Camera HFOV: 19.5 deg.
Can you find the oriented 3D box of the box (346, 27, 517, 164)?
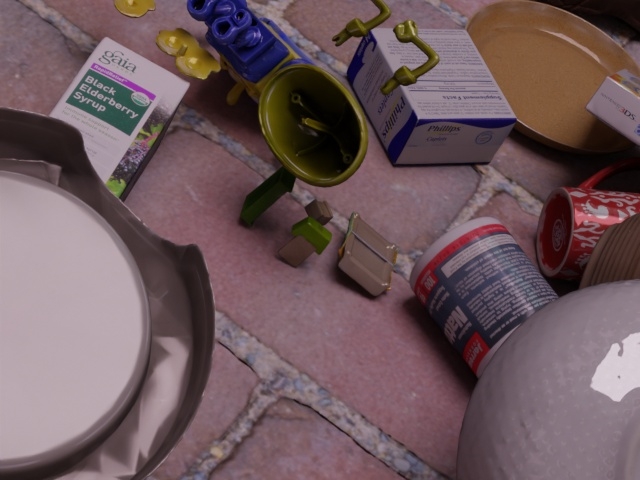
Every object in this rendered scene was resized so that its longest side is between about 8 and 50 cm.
[{"bbox_3d":[0.114,-0.150,1.931,0.126,0.072,0.137,-3,50,-30],"label":"box"}]

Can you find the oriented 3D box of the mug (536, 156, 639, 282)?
[{"bbox_3d":[0.308,-0.008,1.882,0.169,0.113,0.150,6,31,-17],"label":"mug"}]

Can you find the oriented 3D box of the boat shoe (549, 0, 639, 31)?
[{"bbox_3d":[0.369,-0.307,2.199,0.257,0.095,0.095,14,32,-27],"label":"boat shoe"}]

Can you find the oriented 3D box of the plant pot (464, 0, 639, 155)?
[{"bbox_3d":[0.261,-0.176,2.064,0.236,0.032,0.236,15,45,-15],"label":"plant pot"}]

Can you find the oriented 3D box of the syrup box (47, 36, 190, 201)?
[{"bbox_3d":[-0.210,-0.071,1.666,0.093,0.096,0.237,29,43,-3],"label":"syrup box"}]

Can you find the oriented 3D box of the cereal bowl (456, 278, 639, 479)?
[{"bbox_3d":[0.289,0.195,1.519,0.339,0.141,0.338,2,84,-15],"label":"cereal bowl"}]

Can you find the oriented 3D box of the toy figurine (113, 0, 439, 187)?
[{"bbox_3d":[-0.023,-0.185,1.807,0.362,0.191,0.217,45,0,25],"label":"toy figurine"}]

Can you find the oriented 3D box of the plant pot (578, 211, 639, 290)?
[{"bbox_3d":[0.309,0.056,1.743,0.110,0.237,0.237,18,38,23],"label":"plant pot"}]

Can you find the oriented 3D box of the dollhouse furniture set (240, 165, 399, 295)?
[{"bbox_3d":[0.000,0.000,1.763,0.152,0.058,0.076,39,32,-17],"label":"dollhouse furniture set"}]

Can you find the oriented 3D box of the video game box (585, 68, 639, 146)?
[{"bbox_3d":[0.372,-0.108,1.936,0.187,0.048,0.205,33,14,7],"label":"video game box"}]

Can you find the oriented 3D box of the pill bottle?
[{"bbox_3d":[0.173,0.077,1.717,0.108,0.108,0.180,-15,57,-37],"label":"pill bottle"}]

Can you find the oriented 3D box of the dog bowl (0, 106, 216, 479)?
[{"bbox_3d":[-0.260,0.070,1.435,0.349,0.102,0.348,7,63,-14],"label":"dog bowl"}]
